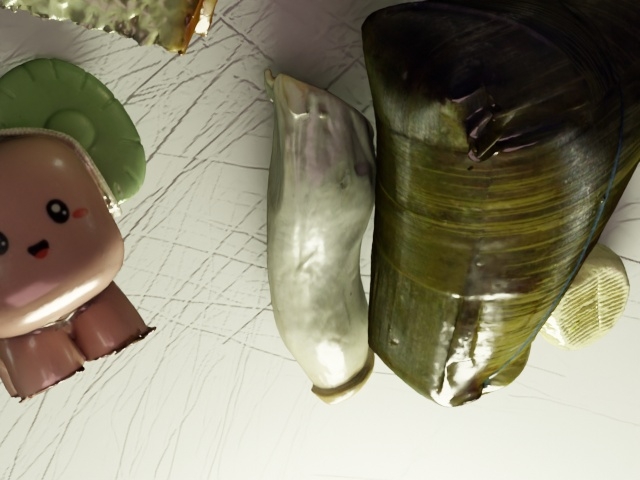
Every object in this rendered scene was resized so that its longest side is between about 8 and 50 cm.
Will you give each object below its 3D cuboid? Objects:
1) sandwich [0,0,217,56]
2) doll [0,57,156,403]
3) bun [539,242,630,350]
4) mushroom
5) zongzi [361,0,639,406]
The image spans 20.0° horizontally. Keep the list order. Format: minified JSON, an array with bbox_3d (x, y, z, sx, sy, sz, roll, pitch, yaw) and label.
[{"bbox_3d":[-0.216,-0.318,1.462,0.325,0.131,0.262,14,114,-11],"label":"sandwich"},{"bbox_3d":[-0.274,-0.001,1.609,0.284,0.216,0.268,-28,93,-16],"label":"doll"},{"bbox_3d":[0.248,0.051,1.787,0.115,0.069,0.115,-18,130,-23],"label":"bun"},{"bbox_3d":[-0.002,0.002,1.696,0.109,0.097,0.351,-27,128,-35],"label":"mushroom"},{"bbox_3d":[0.229,-0.075,1.681,0.432,0.208,0.403,-27,136,-32],"label":"zongzi"}]
